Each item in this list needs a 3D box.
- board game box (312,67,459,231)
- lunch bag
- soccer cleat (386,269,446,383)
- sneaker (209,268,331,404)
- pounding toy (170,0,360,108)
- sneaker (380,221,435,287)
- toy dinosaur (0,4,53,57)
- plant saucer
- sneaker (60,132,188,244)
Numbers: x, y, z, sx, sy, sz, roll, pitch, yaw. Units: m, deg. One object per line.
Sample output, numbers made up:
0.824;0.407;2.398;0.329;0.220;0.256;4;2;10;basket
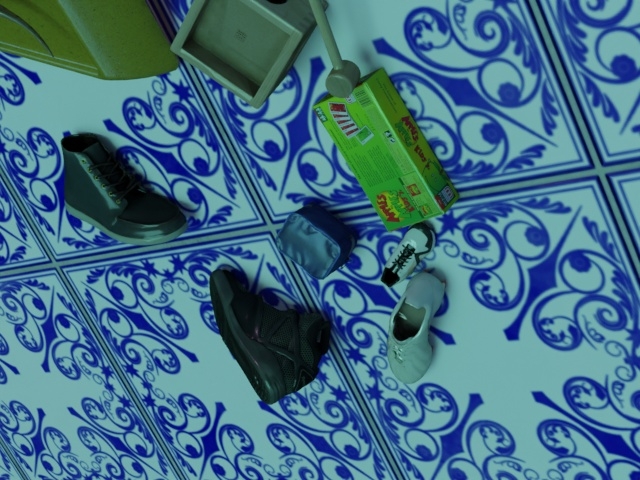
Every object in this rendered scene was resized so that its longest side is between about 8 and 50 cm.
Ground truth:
0.078;-0.105;1.382;0.092;0.043;0.181;-19;109;45;board game box
0.000;0.000;1.509;0.098;0.065;0.067;39;122;8;lunch bag
0.113;0.122;1.505;0.068;0.076;0.196;27;135;19;soccer cleat
-0.070;0.120;1.652;0.227;0.130;0.087;52;151;35;sneaker
-0.037;-0.244;1.336;0.206;0.094;0.181;34;132;-2;pounding toy
0.109;0.021;1.456;0.040;0.044;0.109;37;135;12;sneaker
-0.423;-0.295;1.405;0.212;0.112;0.064;25;94;21;toy dinosaur
-0.378;-0.324;1.447;0.333;0.081;0.333;17;155;26;plant saucer
-0.290;-0.073;1.663;0.222;0.083;0.118;17;130;28;sneaker
